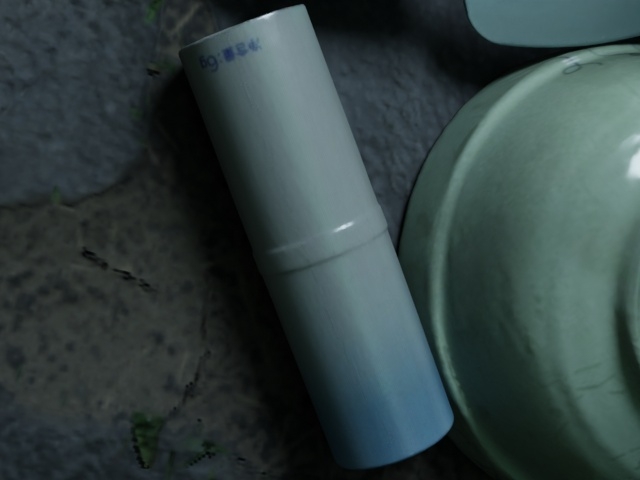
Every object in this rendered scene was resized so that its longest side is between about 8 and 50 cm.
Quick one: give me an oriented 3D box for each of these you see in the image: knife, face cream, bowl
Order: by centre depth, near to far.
[{"bbox_3d":[0.000,0.000,0.580,0.077,0.077,0.250,-23,99,-20],"label":"face cream"},{"bbox_3d":[0.105,-0.156,0.607,0.331,0.044,0.080,7,110,-12],"label":"knife"},{"bbox_3d":[0.212,0.028,0.630,0.307,0.163,0.307,-1,94,-20],"label":"bowl"}]
